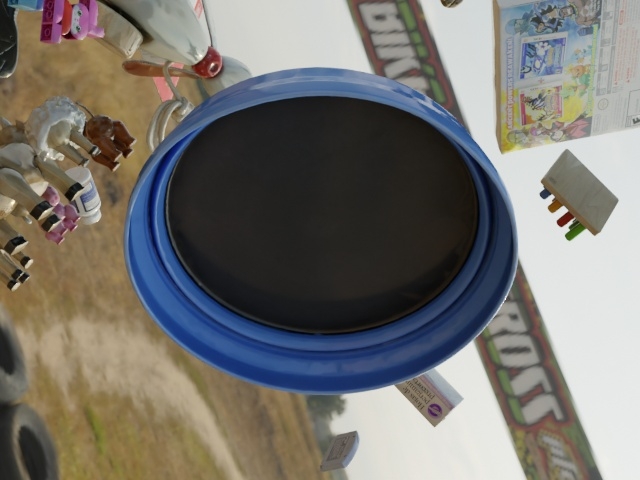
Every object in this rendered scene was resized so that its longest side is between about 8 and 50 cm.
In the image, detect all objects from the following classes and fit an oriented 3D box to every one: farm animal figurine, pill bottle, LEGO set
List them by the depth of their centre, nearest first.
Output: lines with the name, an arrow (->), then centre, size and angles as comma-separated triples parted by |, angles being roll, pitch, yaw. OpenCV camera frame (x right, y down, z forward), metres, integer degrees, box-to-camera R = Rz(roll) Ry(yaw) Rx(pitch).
LEGO set -> -0.271, -0.318, 0.974 | 0.093, 0.087, 0.227 | 4, 92, -56
farm animal figurine -> -0.443, -0.082, 1.303 | 0.172, 0.330, 0.327 | 41, 5, -3
pill bottle -> -0.522, -0.096, 1.978 | 0.067, 0.067, 0.120 | -115, -168, -49

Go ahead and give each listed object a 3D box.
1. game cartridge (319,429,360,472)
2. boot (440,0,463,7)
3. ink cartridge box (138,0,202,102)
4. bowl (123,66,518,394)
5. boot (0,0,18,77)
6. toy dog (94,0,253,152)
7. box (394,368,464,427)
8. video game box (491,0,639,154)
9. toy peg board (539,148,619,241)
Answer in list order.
game cartridge -> 0.035, 0.346, 1.480 | 0.017, 0.056, 0.083 | 57, 32, -15
boot -> 0.277, -0.625, 1.911 | 0.165, 0.077, 0.213 | -114, -147, -47
ink cartridge box -> -0.233, -0.389, 1.486 | 0.239, 0.060, 0.275 | 73, 23, -52
bowl -> 0.000, 0.000, 0.918 | 0.077, 0.390, 0.391 | -89, 166, -50
boot -> -0.566, -0.366, 1.447 | 0.085, 0.178, 0.237 | 12, 77, -58
toy dog -> -0.228, -0.298, 1.259 | 0.161, 0.220, 0.334 | 37, -22, 30
box -> 0.130, 0.209, 1.703 | 0.324, 0.063, 0.067 | 45, 22, 13
video game box -> 0.283, -0.197, 0.988 | 0.205, 0.187, 0.048 | 77, 1, -47
toy peg board -> 0.532, -0.087, 1.917 | 0.160, 0.161, 0.079 | 45, -48, 2
